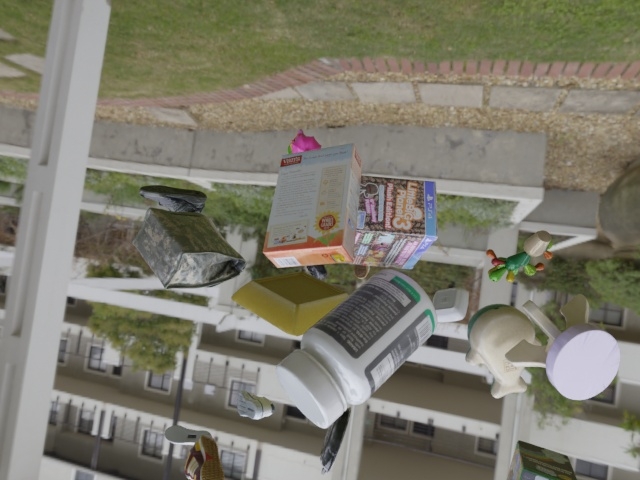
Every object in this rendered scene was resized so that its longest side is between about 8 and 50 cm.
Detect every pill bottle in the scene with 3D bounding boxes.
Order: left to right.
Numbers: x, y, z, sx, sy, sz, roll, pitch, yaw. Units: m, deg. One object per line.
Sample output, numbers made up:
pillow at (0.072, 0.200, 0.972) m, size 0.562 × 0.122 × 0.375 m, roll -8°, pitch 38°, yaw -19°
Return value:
pill bottle at (0.086, 0.243, 1.138) m, size 0.361 × 0.204 × 0.204 m, roll -36°, pitch -160°, yaw -26°

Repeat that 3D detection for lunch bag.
lunch bag at (-0.399, 0.028, 1.549) m, size 0.235 × 0.169 × 0.287 m, roll 44°, pitch -157°, yaw 30°

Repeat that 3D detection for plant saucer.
plant saucer at (-0.074, 0.190, 1.656) m, size 0.332 × 0.081 × 0.332 m, roll 21°, pitch -161°, yaw 41°

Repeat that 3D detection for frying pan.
frying pan at (0.038, 0.618, 1.523) m, size 0.053 × 0.197 × 0.326 m, roll 21°, pitch 153°, yaw 3°

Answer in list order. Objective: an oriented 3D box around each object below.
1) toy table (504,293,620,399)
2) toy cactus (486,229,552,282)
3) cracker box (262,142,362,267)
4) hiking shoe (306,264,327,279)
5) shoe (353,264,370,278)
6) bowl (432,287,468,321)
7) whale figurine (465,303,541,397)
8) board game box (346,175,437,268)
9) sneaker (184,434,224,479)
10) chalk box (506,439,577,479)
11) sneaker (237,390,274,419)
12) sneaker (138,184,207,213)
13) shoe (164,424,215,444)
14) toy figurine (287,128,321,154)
toy table at (0.599, 0.256, 1.203) m, size 0.274 × 0.252 × 0.161 m, roll 58°, pitch 179°, yaw -35°
toy cactus at (0.519, 0.026, 1.239) m, size 0.219 × 0.112 × 0.180 m, roll -16°, pitch 153°, yaw -16°
cracker box at (-0.009, -0.067, 0.935) m, size 0.155 × 0.232 × 0.067 m, roll -5°, pitch 148°, yaw 22°
hiking shoe at (0.000, 0.000, 1.351) m, size 0.114 × 0.227 × 0.086 m, roll -13°, pitch 146°, yaw -5°
shoe at (0.160, 0.034, 1.880) m, size 0.076 × 0.219 × 0.058 m, roll 7°, pitch -168°, yaw 23°
bowl at (0.489, 0.240, 1.882) m, size 0.142 × 0.142 × 0.053 m, roll -14°, pitch 133°, yaw 41°
whale figurine at (0.510, 0.307, 1.393) m, size 0.216 × 0.272 × 0.141 m, roll -15°, pitch -164°, yaw 0°
board game box at (0.107, -0.041, 1.181) m, size 0.290 × 0.141 × 0.232 m, roll 5°, pitch 159°, yaw -3°
sneaker at (-0.286, 0.564, 1.187) m, size 0.069 × 0.084 × 0.185 m, roll 37°, pitch -174°, yaw -22°
chalk box at (0.735, 0.831, 1.631) m, size 0.180 × 0.179 × 0.289 m, roll 14°, pitch -174°, yaw 18°
sneaker at (-0.259, 0.654, 1.938) m, size 0.091 × 0.094 × 0.258 m, roll 7°, pitch 175°, yaw -27°
sneaker at (-0.520, -0.120, 1.710) m, size 0.227 × 0.130 × 0.087 m, roll 8°, pitch -159°, yaw -32°
shoe at (-0.475, 0.724, 1.790) m, size 0.177 × 0.063 × 0.081 m, roll 3°, pitch 141°, yaw 9°
toy figurine at (-0.043, -0.246, 1.359) m, size 0.130 × 0.173 × 0.159 m, roll -12°, pitch 160°, yaw -8°
